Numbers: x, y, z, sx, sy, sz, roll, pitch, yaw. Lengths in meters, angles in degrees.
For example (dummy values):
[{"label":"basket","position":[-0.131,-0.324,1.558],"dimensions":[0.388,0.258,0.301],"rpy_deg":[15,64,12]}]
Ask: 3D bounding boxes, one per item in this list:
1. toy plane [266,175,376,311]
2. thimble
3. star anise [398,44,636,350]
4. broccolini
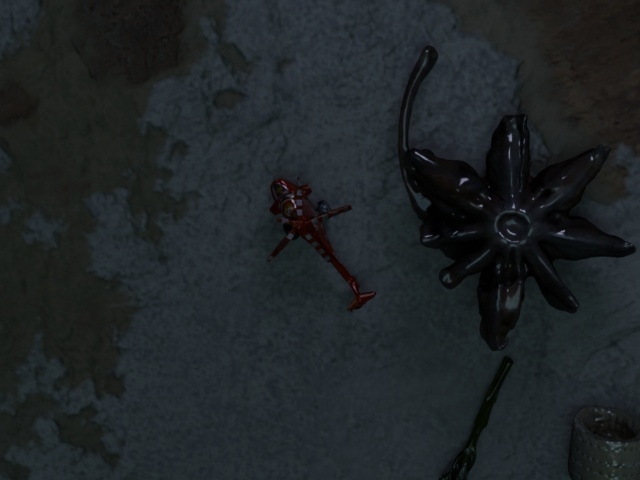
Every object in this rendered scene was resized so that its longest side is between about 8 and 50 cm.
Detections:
[{"label":"toy plane","position":[0.006,-0.005,1.895],"dimensions":[0.194,0.077,0.126],"rpy_deg":[32,111,-15]},{"label":"thimble","position":[0.379,0.280,1.938],"dimensions":[0.102,0.115,0.090],"rpy_deg":[4,108,5]},{"label":"star anise","position":[0.236,-0.042,1.847],"dimensions":[0.316,0.139,0.359],"rpy_deg":[9,93,-7]},{"label":"broccolini","position":[0.216,0.256,1.989],"dimensions":[0.042,0.044,0.218],"rpy_deg":[27,104,11]}]
